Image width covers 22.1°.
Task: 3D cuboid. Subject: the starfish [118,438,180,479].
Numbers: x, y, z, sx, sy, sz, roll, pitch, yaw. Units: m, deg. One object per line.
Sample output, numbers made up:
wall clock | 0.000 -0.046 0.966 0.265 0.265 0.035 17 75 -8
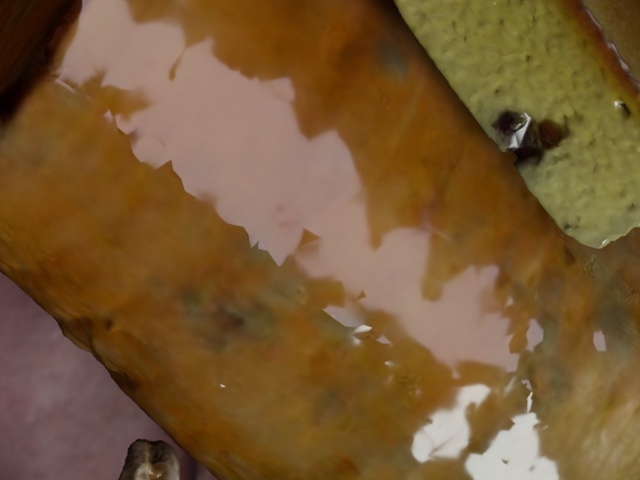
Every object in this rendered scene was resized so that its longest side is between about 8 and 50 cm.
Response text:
starfish | -0.155 0.212 0.729 0.303 0.113 0.312 22 99 -26

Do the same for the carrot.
carrot | 0.000 0.000 0.700 0.340 0.224 0.224 38 82 -23

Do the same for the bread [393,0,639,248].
bread | 0.153 -0.141 0.720 0.138 0.077 0.361 50 39 -7
